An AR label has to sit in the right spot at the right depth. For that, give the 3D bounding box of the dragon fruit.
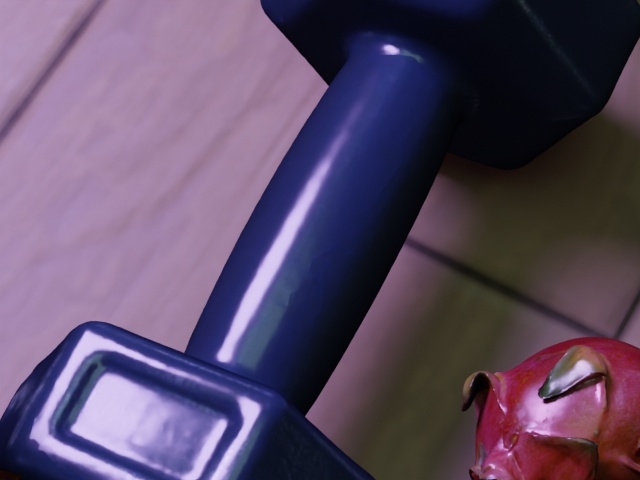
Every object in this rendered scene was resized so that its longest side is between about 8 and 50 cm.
[{"bbox_3d":[0.111,0.075,0.721,0.116,0.086,0.081,-22,60,-6],"label":"dragon fruit"}]

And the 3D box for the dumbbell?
[{"bbox_3d":[0.000,0.000,0.729,0.144,0.156,0.316,32,67,-9],"label":"dumbbell"}]

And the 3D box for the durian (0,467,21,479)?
[{"bbox_3d":[-0.263,0.101,0.591,0.384,0.347,0.347,38,70,10],"label":"durian"}]
